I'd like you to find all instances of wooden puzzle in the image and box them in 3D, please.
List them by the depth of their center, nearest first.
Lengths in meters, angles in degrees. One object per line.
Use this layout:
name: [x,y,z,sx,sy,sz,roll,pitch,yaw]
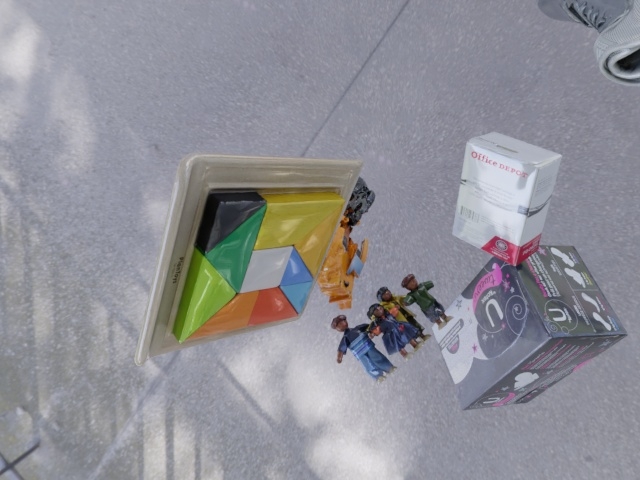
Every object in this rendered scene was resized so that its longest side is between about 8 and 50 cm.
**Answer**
wooden puzzle: [-0.060,0.019,0.518,0.044,0.238,0.221,39,121,31]

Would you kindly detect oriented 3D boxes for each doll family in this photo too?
doll family: [0.100,0.121,0.748,0.111,0.193,0.076,50,139,12]

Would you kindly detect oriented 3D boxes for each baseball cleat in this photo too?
baseball cleat: [0.203,-0.163,0.355,0.072,0.206,0.109,26,96,-15]

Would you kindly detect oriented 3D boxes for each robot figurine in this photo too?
robot figurine: [0.000,0.000,0.914,0.211,0.291,0.085,-15,129,25]

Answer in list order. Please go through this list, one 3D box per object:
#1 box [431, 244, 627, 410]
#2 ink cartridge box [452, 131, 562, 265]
box: [0.306,0.140,0.804,0.142,0.163,0.247,2,141,-21]
ink cartridge box: [0.249,-0.059,0.695,0.109,0.063,0.150,34,137,41]
